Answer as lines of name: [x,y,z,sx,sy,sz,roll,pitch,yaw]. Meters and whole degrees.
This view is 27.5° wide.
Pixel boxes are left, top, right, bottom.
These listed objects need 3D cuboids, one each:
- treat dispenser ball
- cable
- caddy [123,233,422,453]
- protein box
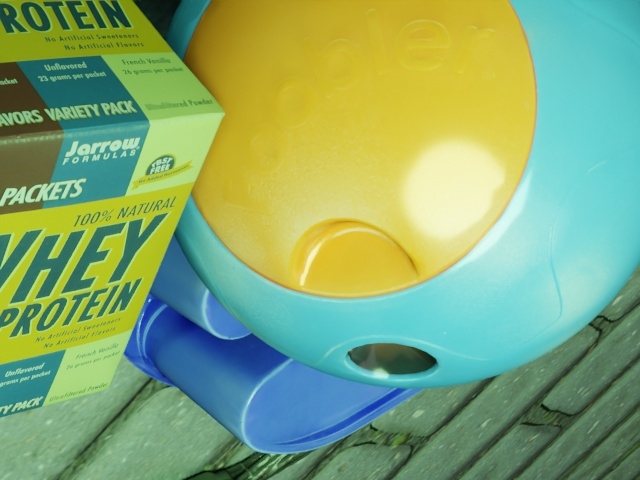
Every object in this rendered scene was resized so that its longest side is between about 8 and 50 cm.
treat dispenser ball: [0.051,-0.062,0.726,0.288,0.288,0.288,-30,151,-18]
cable: [-0.092,0.280,1.408,0.287,0.072,0.139,-18,151,-35]
caddy: [0.000,0.000,0.997,0.341,0.179,0.241,-28,128,-20]
protein box: [-0.183,-0.044,0.671,0.136,0.200,0.201,-12,141,-41]
